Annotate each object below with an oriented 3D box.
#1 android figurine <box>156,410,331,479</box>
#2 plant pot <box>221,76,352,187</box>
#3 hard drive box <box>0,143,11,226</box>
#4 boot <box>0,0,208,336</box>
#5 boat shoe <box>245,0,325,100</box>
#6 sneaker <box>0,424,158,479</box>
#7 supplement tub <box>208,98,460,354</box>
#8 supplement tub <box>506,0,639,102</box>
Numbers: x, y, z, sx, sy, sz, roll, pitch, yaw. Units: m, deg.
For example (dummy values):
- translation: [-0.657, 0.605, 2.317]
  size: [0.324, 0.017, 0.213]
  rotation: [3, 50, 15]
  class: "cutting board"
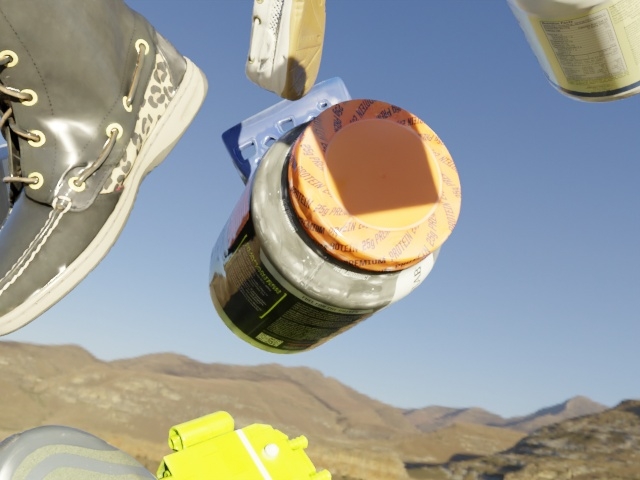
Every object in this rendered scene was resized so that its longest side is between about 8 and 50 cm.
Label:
- translation: [-0.106, 0.343, 0.847]
  size: [0.273, 0.248, 0.056]
  rotation: [-7, -45, -40]
  class: "android figurine"
- translation: [-0.008, -0.095, 1.073]
  size: [0.236, 0.212, 0.236]
  rotation: [-25, -40, 3]
  class: "plant pot"
- translation: [-0.484, -0.045, 1.051]
  size: [0.089, 0.232, 0.181]
  rotation: [6, 20, 18]
  class: "hard drive box"
- translation: [-0.290, -0.129, 0.595]
  size: [0.138, 0.377, 0.284]
  rotation: [10, -31, 38]
  class: "boot"
- translation: [-0.041, -0.304, 0.703]
  size: [0.096, 0.277, 0.098]
  rotation: [22, 24, 22]
  class: "boat shoe"
- translation: [-0.086, 0.223, 0.405]
  size: [0.300, 0.111, 0.121]
  rotation: [42, -44, -8]
  class: "sneaker"
- translation: [0.000, 0.000, 0.704]
  size: [0.207, 0.207, 0.338]
  rotation: [14, -24, -16]
  class: "supplement tub"
- translation: [0.408, -0.386, 0.937]
  size: [0.235, 0.235, 0.325]
  rotation: [-3, -26, 37]
  class: "supplement tub"
